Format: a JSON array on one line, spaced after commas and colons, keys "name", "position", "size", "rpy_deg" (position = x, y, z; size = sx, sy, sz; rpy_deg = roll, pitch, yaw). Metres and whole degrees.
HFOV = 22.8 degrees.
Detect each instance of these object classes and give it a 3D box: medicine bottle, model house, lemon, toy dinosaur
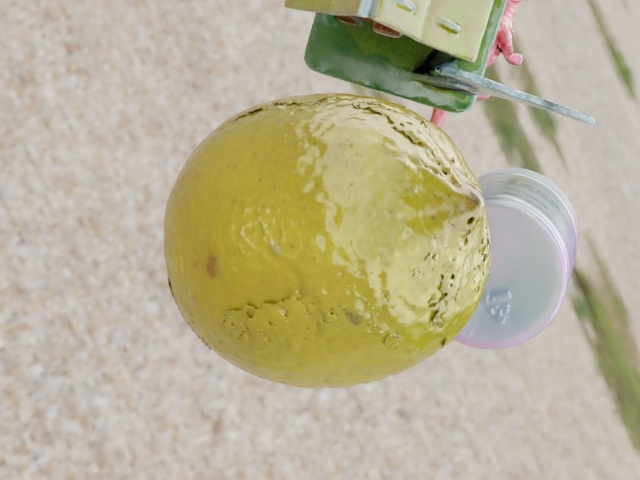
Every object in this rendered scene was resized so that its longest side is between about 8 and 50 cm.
[{"name": "medicine bottle", "position": [0.187, 0.012, 1.641], "size": [0.152, 0.152, 0.254], "rpy_deg": [64, 16, -4]}, {"name": "model house", "position": [0.152, -0.287, 1.608], "size": [0.323, 0.340, 0.300], "rpy_deg": [0, 107, -81]}, {"name": "lemon", "position": [0.000, 0.000, 1.367], "size": [0.258, 0.310, 0.258], "rpy_deg": [5, 84, -64]}, {"name": "toy dinosaur", "position": [0.155, -0.229, 1.909], "size": [0.070, 0.286, 0.139], "rpy_deg": [24, -24, 50]}]
